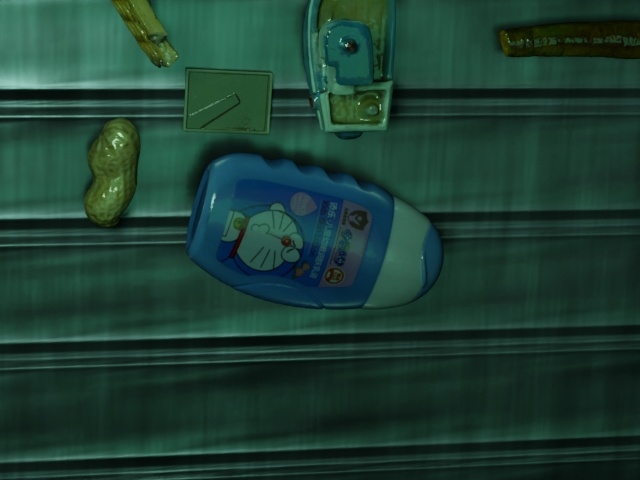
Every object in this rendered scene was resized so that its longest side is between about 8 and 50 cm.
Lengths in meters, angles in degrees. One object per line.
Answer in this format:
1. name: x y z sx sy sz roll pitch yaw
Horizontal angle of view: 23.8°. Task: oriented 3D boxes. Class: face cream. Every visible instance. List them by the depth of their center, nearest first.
1. face cream: 0.000 0.000 1.555 0.264 0.083 0.149 13 106 -14

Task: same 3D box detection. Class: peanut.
1. peanut: -0.208 -0.067 1.518 0.054 0.054 0.113 8 104 -12

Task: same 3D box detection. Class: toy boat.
1. toy boat: 0.035 -0.198 1.498 0.088 0.102 0.215 -3 105 -12

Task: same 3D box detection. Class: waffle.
1. waffle: -0.182 -0.225 1.457 0.021 0.092 0.135 -37 107 -10

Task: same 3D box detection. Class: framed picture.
1. framed picture: -0.094 -0.141 1.539 0.089 0.006 0.066 1 106 -10

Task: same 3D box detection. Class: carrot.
1. carrot: 0.268 -0.205 1.568 0.171 0.042 0.042 -3 106 -9
